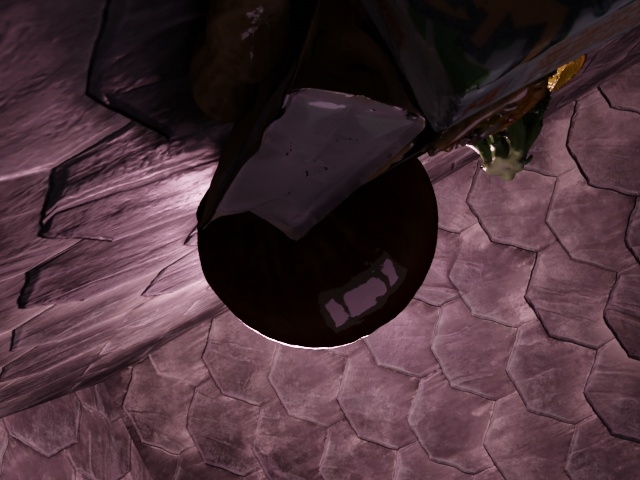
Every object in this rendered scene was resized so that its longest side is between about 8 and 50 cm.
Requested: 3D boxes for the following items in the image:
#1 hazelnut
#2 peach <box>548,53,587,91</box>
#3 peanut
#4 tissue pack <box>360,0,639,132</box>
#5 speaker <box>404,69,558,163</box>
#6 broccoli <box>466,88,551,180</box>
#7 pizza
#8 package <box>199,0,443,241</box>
[{"bbox_3d":[0.000,0.000,1.069,0.429,0.402,0.402,-19,174,7],"label":"hazelnut"},{"bbox_3d":[0.577,-0.436,1.477,0.127,0.092,0.172,-35,161,2],"label":"peach"},{"bbox_3d":[-0.082,-0.185,0.599,0.089,0.089,0.193,-26,171,-29],"label":"peanut"},{"bbox_3d":[0.182,-0.267,0.514,0.311,0.228,0.128,-30,174,-5],"label":"tissue pack"},{"bbox_3d":[0.175,-0.257,0.758,0.254,0.184,0.232,-32,172,-3],"label":"speaker"},{"bbox_3d":[0.389,-0.267,1.349,0.265,0.245,0.294,-13,153,16],"label":"broccoli"},{"bbox_3d":[0.198,-0.148,0.730,0.176,0.036,0.184,-29,172,-12],"label":"pizza"},{"bbox_3d":[-0.001,-0.126,0.696,0.311,0.165,0.221,-39,-149,55],"label":"package"}]
